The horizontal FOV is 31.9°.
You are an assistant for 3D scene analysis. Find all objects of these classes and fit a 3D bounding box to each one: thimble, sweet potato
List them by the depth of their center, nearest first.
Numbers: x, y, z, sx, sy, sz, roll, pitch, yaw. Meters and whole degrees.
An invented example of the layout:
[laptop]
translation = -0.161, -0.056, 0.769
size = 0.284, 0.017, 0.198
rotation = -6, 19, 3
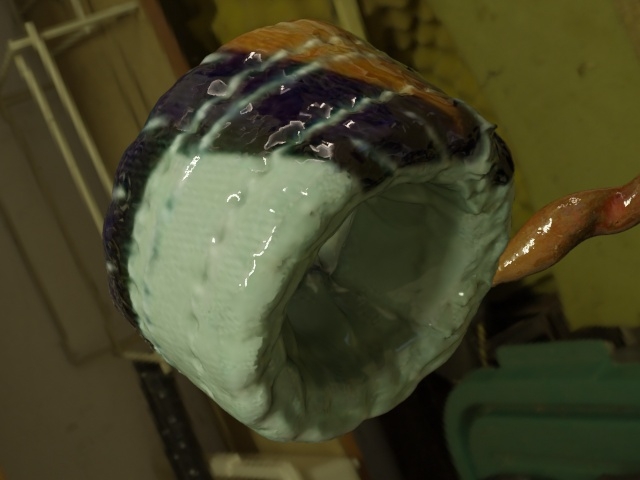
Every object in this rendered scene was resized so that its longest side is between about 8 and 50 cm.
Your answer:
[thimble]
translation = 0.000, 0.000, 0.653
size = 0.150, 0.237, 0.237
rotation = 37, 142, 35
[sweet potato]
translation = 0.244, -0.015, 1.083
size = 0.055, 0.202, 0.058
rotation = 64, -174, 23
